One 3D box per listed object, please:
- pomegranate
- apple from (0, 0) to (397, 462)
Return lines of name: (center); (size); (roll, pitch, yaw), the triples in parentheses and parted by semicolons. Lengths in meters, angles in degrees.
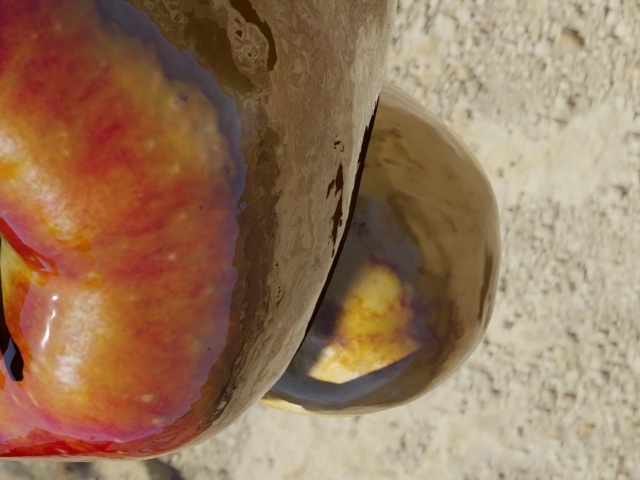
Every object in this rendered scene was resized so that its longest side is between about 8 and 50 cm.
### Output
pomegranate: (0.000, 0.000, 1.025); (0.248, 0.248, 0.248); (9, 124, 13)
apple: (-0.109, -0.063, 0.702); (0.288, 0.317, 0.288); (14, 134, 14)
